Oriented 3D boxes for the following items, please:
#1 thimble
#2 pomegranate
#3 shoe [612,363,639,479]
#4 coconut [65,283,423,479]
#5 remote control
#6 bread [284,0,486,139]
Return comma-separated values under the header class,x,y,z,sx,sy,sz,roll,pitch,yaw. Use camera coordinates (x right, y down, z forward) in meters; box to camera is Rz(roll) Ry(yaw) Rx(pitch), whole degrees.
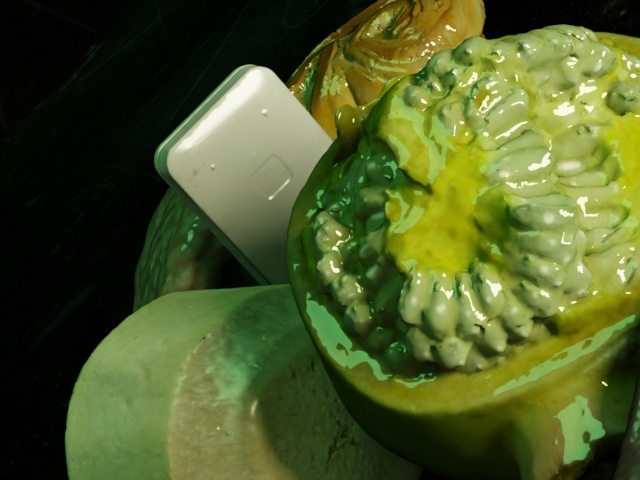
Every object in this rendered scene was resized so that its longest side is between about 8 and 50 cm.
class,x,y,z,sx,sy,sz,roll,pitch,yaw
thimble,-0.031,0.032,1.194,0.148,0.196,0.229,-157,84,-72
pomegranate,0.120,0.037,0.851,0.260,0.260,0.340,-32,51,28
shoe,0.186,0.131,0.692,0.103,0.098,0.274,-3,62,50
coconut,-0.052,0.128,1.013,0.222,0.202,0.202,-10,37,50
remote control,0.000,0.000,1.101,0.103,0.250,0.034,-48,22,-12
bread,0.060,-0.145,1.494,0.236,0.120,0.198,-29,24,32
